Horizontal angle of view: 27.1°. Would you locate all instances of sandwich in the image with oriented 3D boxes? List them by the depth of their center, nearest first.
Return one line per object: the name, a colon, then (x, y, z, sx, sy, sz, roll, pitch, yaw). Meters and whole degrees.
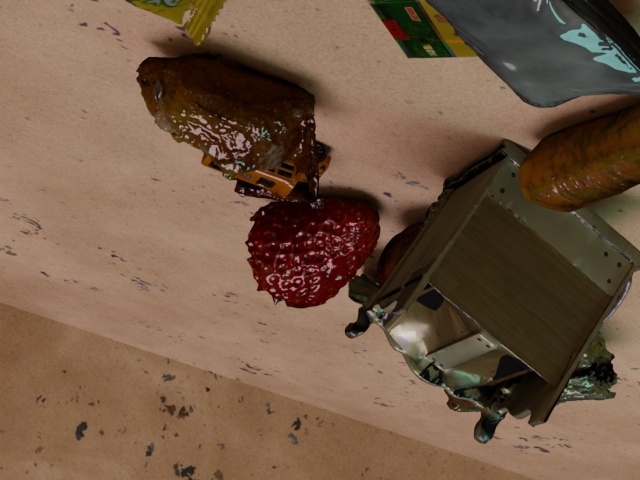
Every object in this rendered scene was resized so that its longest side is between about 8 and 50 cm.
sandwich: (0.427, 0.260, 2.587, 0.262, 0.131, 0.325, 1, 166, -24)

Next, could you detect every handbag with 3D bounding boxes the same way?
handbag: (0.229, -0.248, 1.483, 0.191, 0.075, 0.332, -3, 152, 45)

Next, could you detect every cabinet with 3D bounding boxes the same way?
cabinet: (0.257, 0.085, 1.973, 0.290, 0.318, 0.227, 39, 157, -8)

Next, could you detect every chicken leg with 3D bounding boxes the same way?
chicken leg: (-0.067, -0.088, 2.207, 0.219, 0.089, 0.048, 16, 122, 31)

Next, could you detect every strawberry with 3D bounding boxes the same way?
strawberry: (0.000, 0.000, 2.311, 0.205, 0.205, 0.244, 29, 135, -33)

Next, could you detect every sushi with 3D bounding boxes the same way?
sushi: (-0.130, -0.177, 1.932, 0.296, 0.167, 0.179, 14, 139, -14)

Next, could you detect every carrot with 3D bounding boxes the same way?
carrot: (0.385, -0.115, 1.755, 0.114, 0.114, 0.302, 25, 155, -25)

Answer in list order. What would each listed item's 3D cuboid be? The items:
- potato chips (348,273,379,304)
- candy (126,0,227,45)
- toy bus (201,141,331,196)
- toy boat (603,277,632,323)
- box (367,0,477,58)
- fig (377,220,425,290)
potato chips: (0.248, 0.129, 2.541, 0.389, 0.097, 0.373, 7, 168, 18)
candy: (-0.252, -0.355, 1.646, 0.297, 0.081, 0.187, 30, 159, -6)
toy bus: (-0.086, -0.129, 2.108, 0.194, 0.088, 0.083, 20, 161, -12)
toy boat: (0.379, 0.153, 2.234, 0.111, 0.293, 0.276, 53, 147, -4)
box: (0.188, -0.268, 1.599, 0.235, 0.034, 0.132, 2, 156, 31)
fig: (0.211, 0.076, 2.260, 0.235, 0.214, 0.235, 15, 131, 18)
